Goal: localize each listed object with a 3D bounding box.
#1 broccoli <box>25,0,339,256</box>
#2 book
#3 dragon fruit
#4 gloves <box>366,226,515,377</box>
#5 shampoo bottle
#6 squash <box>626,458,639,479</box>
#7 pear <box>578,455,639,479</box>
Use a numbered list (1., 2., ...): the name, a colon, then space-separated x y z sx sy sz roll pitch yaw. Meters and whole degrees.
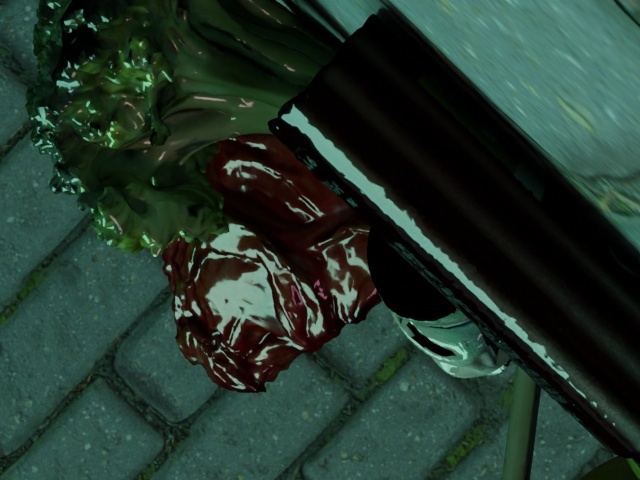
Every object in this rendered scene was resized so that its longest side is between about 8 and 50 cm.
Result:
1. broccoli: -0.080 -0.121 0.908 0.243 0.263 0.247 15 155 -10
2. book: 0.165 0.158 1.055 0.020 0.295 0.208 7 174 12
3. dragon fruit: 0.000 0.000 1.105 0.240 0.330 0.302 15 -162 -35
4. gloves: 0.102 0.025 0.839 0.127 0.111 0.212 48 -173 26
5. shampoo bottle: 0.116 0.022 0.678 0.323 0.084 0.129 43 -171 -4
6. squash: 0.242 0.120 0.926 0.090 0.075 0.200 99 149 -71
7. pear: 0.318 0.325 1.119 0.314 0.314 0.314 44 -177 -3
